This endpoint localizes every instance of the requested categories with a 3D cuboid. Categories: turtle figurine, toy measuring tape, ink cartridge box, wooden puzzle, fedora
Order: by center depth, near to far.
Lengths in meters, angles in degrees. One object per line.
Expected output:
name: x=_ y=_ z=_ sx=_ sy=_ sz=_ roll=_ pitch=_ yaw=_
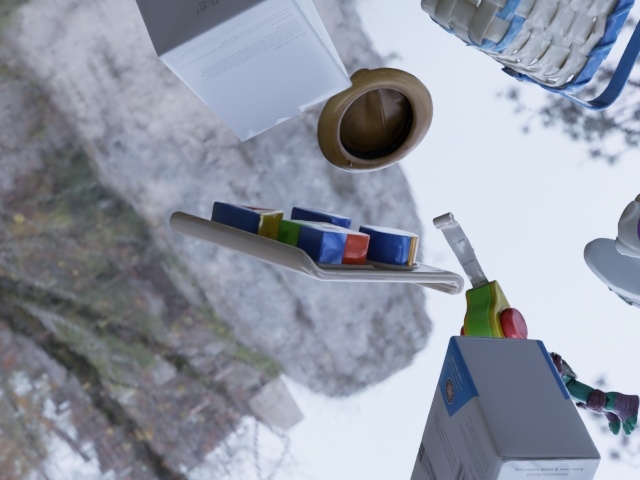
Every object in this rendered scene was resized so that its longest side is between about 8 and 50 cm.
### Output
ink cartridge box: x=0.209 y=0.304 z=1.508 sx=0.129 sy=0.307 sz=0.223 roll=3 pitch=-147 yaw=-14
turtle figurine: x=0.310 y=0.210 z=1.694 sx=0.234 sy=0.118 sz=0.175 roll=14 pitch=-171 yaw=1
wooden puzzle: x=0.000 y=0.000 z=1.842 sx=0.348 sy=0.080 sz=0.322 roll=9 pitch=-175 yaw=-44
fedora: x=0.074 y=-0.192 z=1.842 sx=0.194 sy=0.194 sz=0.079 roll=-28 pitch=-133 yaw=5
toy measuring tape: x=0.279 y=0.112 z=2.186 sx=0.121 sy=0.330 sz=0.121 roll=-28 pitch=-170 yaw=5

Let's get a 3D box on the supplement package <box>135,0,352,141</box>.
supplement package: x=-0.104 y=-0.283 z=1.586 sx=0.178 sy=0.175 sz=0.293 roll=-26 pitch=158 yaw=8

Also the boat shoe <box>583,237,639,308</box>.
boat shoe: x=0.507 y=0.070 z=2.025 sx=0.070 sy=0.219 sz=0.077 roll=-24 pitch=-141 yaw=59

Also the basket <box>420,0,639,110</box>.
basket: x=0.275 y=-0.285 z=1.340 sx=0.201 sy=0.289 sz=0.254 roll=48 pitch=-62 yaw=52

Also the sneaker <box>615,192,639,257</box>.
sneaker: x=0.322 y=-0.024 z=1.064 sx=0.071 sy=0.068 sz=0.170 roll=31 pitch=-129 yaw=29
